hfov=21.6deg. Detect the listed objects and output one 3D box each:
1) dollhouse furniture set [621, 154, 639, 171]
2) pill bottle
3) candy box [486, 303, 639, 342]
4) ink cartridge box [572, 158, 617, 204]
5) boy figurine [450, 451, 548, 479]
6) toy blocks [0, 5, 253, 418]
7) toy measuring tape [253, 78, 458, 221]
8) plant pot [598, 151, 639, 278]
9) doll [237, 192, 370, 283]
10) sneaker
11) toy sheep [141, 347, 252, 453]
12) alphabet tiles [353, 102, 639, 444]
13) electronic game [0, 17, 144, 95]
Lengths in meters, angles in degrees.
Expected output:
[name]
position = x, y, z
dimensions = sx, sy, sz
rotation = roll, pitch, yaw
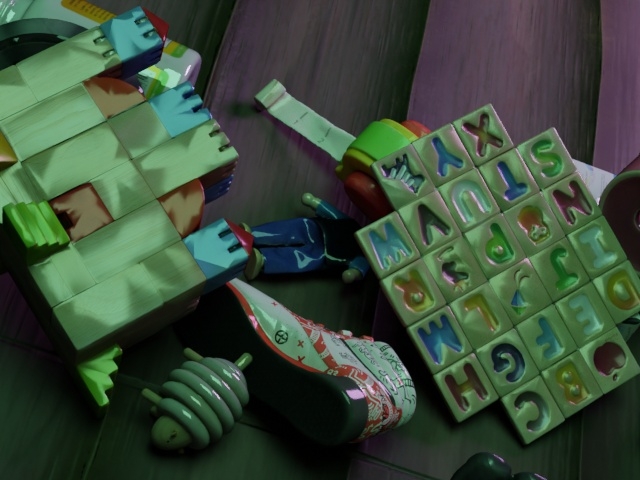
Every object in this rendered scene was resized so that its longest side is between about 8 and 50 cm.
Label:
[dollhouse furniture set]
position = 0.461, -0.080, 2.048
dimensions = 0.161, 0.182, 0.101
rotation = 32, 44, 7
[pill bottle]
position = -0.269, -0.195, 1.863
dimensions = 0.245, 0.136, 0.136
rotation = 24, 43, 0
[candy box]
position = 0.246, 0.046, 1.910
dimensions = 0.196, 0.070, 0.165
rotation = 4, 47, -20
[ink cartridge box]
position = 0.315, -0.050, 2.047
dimensions = 0.122, 0.052, 0.088
rotation = 21, 43, -7
[boy figurine]
position = 0.136, 0.330, 1.572
dimensions = 0.177, 0.092, 0.285
rotation = 28, 40, -1
[toy blocks]
position = -0.203, -0.056, 1.668
dimensions = 0.261, 0.191, 0.381
rotation = -28, 76, -20
[toy measuring tape]
position = 0.040, -0.113, 1.902
dimensions = 0.330, 0.121, 0.121
rotation = 38, 44, 28
[plant pot]
position = 0.420, -0.037, 1.927
dimensions = 0.180, 0.201, 0.201
rotation = -20, 59, -43
[doll]
position = 0.000, 0.000, 1.861
dimensions = 0.189, 0.046, 0.129
rotation = -3, 51, -26
[sneaker]
position = -0.024, 0.115, 1.719
dimensions = 0.270, 0.090, 0.145
rotation = 37, 22, 31
[toy sheep]
position = -0.115, 0.154, 1.632
dimensions = 0.091, 0.091, 0.132
rotation = 38, 69, 13
[alphabet tiles]
position = 0.202, 0.032, 1.816
dimensions = 0.285, 0.011, 0.342
rotation = -27, 87, -26
[electronic game]
position = -0.296, -0.122, 1.768
dimensions = 0.229, 0.048, 0.229
rotation = 1, 83, -5
